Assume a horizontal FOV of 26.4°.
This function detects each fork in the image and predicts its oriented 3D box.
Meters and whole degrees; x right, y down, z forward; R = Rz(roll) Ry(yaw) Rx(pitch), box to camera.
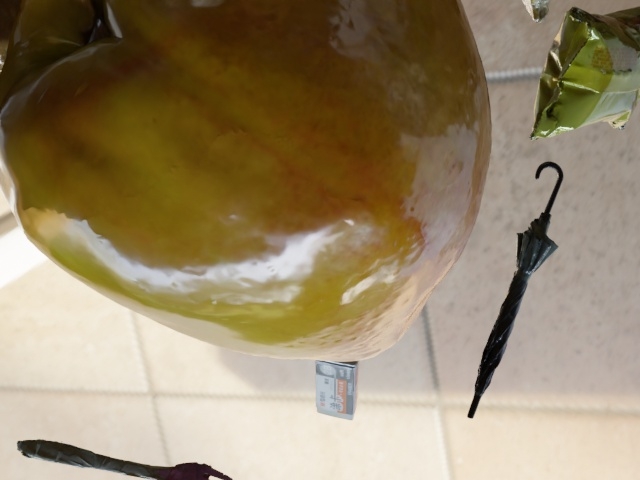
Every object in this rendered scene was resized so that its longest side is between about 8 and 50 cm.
[{"bbox_3d":[-0.083,0.098,0.590,0.115,0.012,0.016,6,83,26],"label":"fork"}]

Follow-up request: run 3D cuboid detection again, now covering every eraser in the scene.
[{"bbox_3d":[0.021,0.178,1.709,0.052,0.029,0.122,12,140,10],"label":"eraser"}]

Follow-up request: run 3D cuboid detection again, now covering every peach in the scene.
[{"bbox_3d":[-0.033,-0.074,0.794,0.308,0.289,0.289,23,132,-37],"label":"peach"}]

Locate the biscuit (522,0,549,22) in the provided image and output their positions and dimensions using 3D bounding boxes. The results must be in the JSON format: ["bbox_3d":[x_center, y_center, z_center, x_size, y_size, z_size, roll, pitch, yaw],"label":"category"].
[{"bbox_3d":[0.235,-0.391,1.672,0.031,0.176,0.228,-22,137,1],"label":"biscuit"}]

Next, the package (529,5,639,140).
[{"bbox_3d":[0.320,-0.198,1.572,0.090,0.226,0.168,30,115,30],"label":"package"}]

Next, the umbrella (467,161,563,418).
[{"bbox_3d":[0.200,0.052,1.352,0.044,0.044,0.269,17,87,0],"label":"umbrella"}]

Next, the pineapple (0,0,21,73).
[{"bbox_3d":[-0.310,-0.185,0.998,0.362,0.202,0.202,-10,111,52],"label":"pineapple"}]
